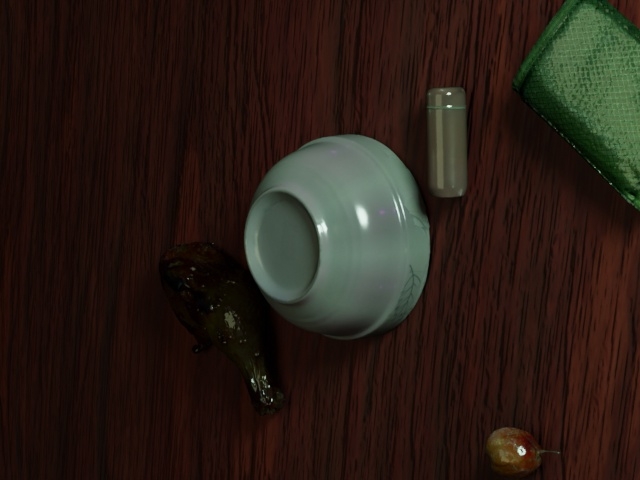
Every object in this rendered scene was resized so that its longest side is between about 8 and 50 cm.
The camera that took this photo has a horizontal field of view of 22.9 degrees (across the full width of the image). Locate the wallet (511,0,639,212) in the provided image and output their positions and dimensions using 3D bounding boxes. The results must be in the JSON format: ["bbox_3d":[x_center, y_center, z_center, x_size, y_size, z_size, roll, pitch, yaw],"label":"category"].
[{"bbox_3d":[0.340,-0.166,1.819,0.236,0.055,0.160,47,124,25],"label":"wallet"}]

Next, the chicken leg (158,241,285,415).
[{"bbox_3d":[-0.153,0.122,2.383,0.322,0.083,0.177,36,129,40],"label":"chicken leg"}]

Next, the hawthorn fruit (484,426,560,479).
[{"bbox_3d":[0.256,0.262,1.968,0.103,0.066,0.067,-16,84,35],"label":"hawthorn fruit"}]

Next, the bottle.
[{"bbox_3d":[0.161,-0.126,2.017,0.053,0.053,0.140,6,100,47],"label":"bottle"}]

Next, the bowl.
[{"bbox_3d":[0.000,0.000,2.145,0.287,0.143,0.287,8,101,46],"label":"bowl"}]
